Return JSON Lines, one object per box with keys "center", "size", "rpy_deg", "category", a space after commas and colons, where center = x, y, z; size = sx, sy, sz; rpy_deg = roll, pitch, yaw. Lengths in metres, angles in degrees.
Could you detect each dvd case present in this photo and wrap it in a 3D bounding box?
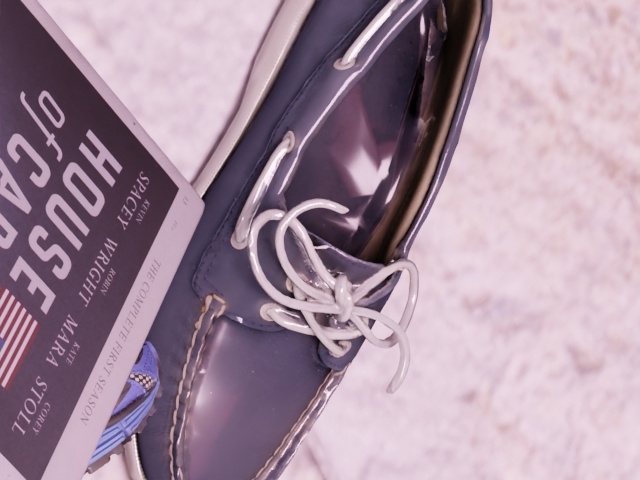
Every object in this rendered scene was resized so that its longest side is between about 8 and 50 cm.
{"center": [-0.143, -0.036, 0.672], "size": [0.239, 0.029, 0.179], "rpy_deg": [50, 37, -25], "category": "dvd case"}

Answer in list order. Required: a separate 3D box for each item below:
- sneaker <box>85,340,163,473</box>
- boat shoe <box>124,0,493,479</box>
{"center": [-0.155, 0.060, 0.717], "size": [0.221, 0.083, 0.087], "rpy_deg": [-13, 92, -35], "category": "sneaker"}
{"center": [0.000, 0.000, 0.799], "size": [0.095, 0.079, 0.255], "rpy_deg": [30, 83, -34], "category": "boat shoe"}
